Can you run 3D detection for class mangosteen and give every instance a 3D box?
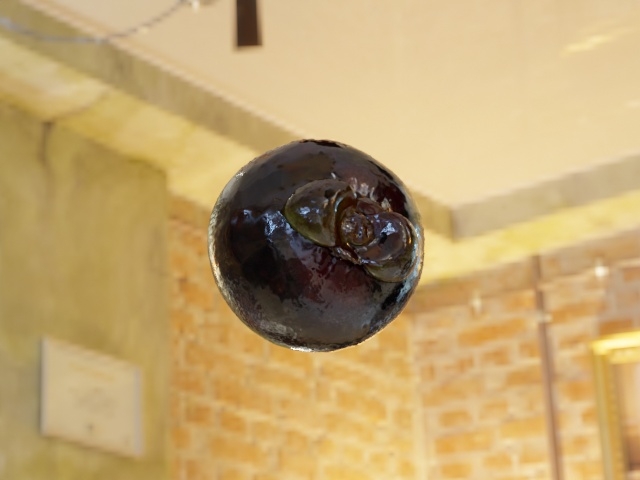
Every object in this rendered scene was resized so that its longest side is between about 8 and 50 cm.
[{"bbox_3d":[0.000,0.000,1.127,0.153,0.152,0.152,-2,-20,-1],"label":"mangosteen"}]
